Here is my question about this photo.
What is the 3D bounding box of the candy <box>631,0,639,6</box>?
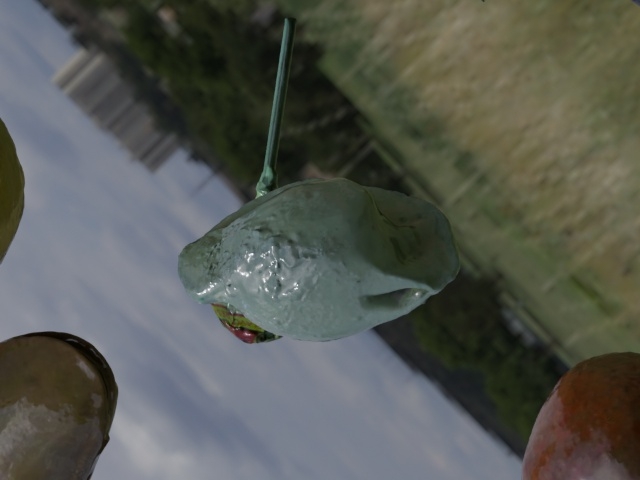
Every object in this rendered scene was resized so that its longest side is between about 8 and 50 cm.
[{"bbox_3d":[0.424,-0.324,1.853,0.061,0.312,0.088,36,139,34],"label":"candy"}]

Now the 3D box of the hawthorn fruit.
[{"bbox_3d":[0.303,0.208,1.835,0.210,0.210,0.262,44,-155,-33],"label":"hawthorn fruit"}]

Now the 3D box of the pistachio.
[{"bbox_3d":[-0.346,0.211,2.142,0.213,0.260,0.163,38,-159,10],"label":"pistachio"}]

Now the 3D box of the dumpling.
[{"bbox_3d":[-0.003,-0.002,1.362,0.108,0.219,0.152,70,-157,-62],"label":"dumpling"}]

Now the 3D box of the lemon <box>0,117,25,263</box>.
[{"bbox_3d":[-0.509,-0.052,2.103,0.364,0.364,0.364,46,-177,-3],"label":"lemon"}]

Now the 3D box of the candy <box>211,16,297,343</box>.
[{"bbox_3d":[-0.041,-0.054,1.675,0.091,0.305,0.083,9,-172,-4],"label":"candy"}]
